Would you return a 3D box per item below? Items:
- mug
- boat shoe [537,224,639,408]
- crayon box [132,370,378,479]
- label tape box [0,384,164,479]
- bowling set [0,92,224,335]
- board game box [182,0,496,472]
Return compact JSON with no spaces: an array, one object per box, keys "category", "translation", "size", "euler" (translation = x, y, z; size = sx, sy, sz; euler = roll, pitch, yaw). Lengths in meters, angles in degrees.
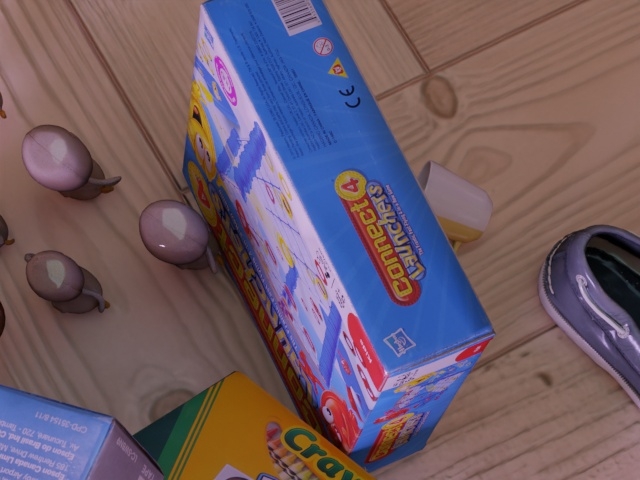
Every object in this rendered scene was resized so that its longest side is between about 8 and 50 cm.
[{"category":"mug","translation":[0.107,-0.022,1.612],"size":[0.064,0.078,0.062],"euler":[21,34,-8]},{"category":"boat shoe","translation":[0.316,0.103,1.559],"size":[0.319,0.099,0.116],"euler":[40,69,9]},{"category":"crayon box","translation":[-0.026,0.233,1.406],"size":[0.278,0.081,0.165],"euler":[36,45,26]},{"category":"label tape box","translation":[-0.292,0.256,1.311],"size":[0.240,0.106,0.333],"euler":[14,66,25]},{"category":"bowling set","translation":[-0.241,-0.006,1.525],"size":[0.287,0.154,0.200],"euler":[38,87,6]},{"category":"board game box","translation":[0.000,0.000,1.449],"size":[0.086,0.302,0.308],"euler":[-22,72,-15]}]
